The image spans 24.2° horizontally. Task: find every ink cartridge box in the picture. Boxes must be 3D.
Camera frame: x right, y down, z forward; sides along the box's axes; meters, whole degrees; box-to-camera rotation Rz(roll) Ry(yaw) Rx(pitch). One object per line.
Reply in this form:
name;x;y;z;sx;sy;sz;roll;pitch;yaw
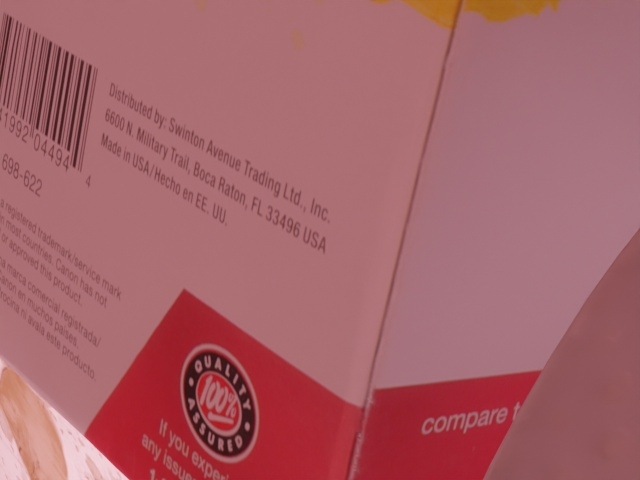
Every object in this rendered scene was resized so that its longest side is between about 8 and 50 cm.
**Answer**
ink cartridge box;0.014;-0.104;0.539;0.279;0.160;0.385;33;117;47

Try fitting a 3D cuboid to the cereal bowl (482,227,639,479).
cereal bowl;0.175;0.122;0.401;0.141;0.339;0.339;26;135;42
